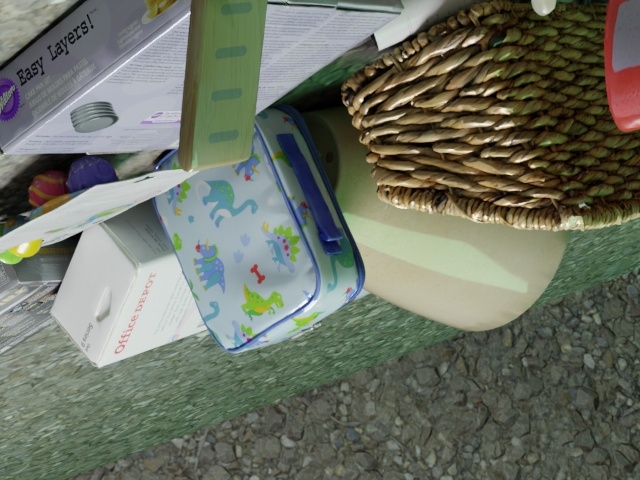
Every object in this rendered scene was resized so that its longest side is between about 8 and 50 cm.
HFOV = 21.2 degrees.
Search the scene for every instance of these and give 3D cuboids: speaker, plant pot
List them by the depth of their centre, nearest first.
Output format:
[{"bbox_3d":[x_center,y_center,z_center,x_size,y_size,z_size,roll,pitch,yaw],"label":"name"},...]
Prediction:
[{"bbox_3d":[0.100,-0.215,1.489,0.136,0.055,0.055,-24,167,0],"label":"speaker"},{"bbox_3d":[0.078,-0.045,1.798,0.274,0.256,0.256,10,147,-41],"label":"plant pot"}]

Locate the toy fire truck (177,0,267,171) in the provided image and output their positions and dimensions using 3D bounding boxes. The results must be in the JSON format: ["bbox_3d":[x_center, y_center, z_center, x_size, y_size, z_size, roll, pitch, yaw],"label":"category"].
[{"bbox_3d":[-0.116,-0.162,0.883,0.217,0.246,0.158,-19,166,-21],"label":"toy fire truck"}]

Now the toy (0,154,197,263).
[{"bbox_3d":[-0.236,-0.040,1.610,0.137,0.056,0.237,-15,170,-47],"label":"toy"}]

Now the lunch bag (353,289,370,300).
[{"bbox_3d":[0.000,0.000,2.070,0.303,0.115,0.243,-17,162,-27],"label":"lunch bag"}]

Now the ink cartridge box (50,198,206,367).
[{"bbox_3d":[-0.160,0.028,1.803,0.212,0.093,0.154,-21,147,-45],"label":"ink cartridge box"}]

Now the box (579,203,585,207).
[{"bbox_3d":[0.254,-0.078,2.166,0.257,0.122,0.128,-32,164,34],"label":"box"}]

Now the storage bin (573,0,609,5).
[{"bbox_3d":[0.339,-0.235,1.747,0.135,0.091,0.098,-21,166,-6],"label":"storage bin"}]

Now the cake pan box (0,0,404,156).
[{"bbox_3d":[-0.097,-0.152,1.374,0.246,0.070,0.267,-30,166,36],"label":"cake pan box"}]

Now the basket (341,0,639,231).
[{"bbox_3d":[0.176,-0.081,1.593,0.213,0.223,0.299,-28,172,32],"label":"basket"}]

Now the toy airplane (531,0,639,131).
[{"bbox_3d":[0.343,-0.271,1.339,0.386,0.272,0.384,-35,-157,10],"label":"toy airplane"}]

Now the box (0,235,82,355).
[{"bbox_3d":[-0.351,0.069,1.847,0.231,0.056,0.183,-31,165,28],"label":"box"}]

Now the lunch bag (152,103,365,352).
[{"bbox_3d":[-0.059,-0.013,1.661,0.090,0.219,0.176,-10,161,-48],"label":"lunch bag"}]
